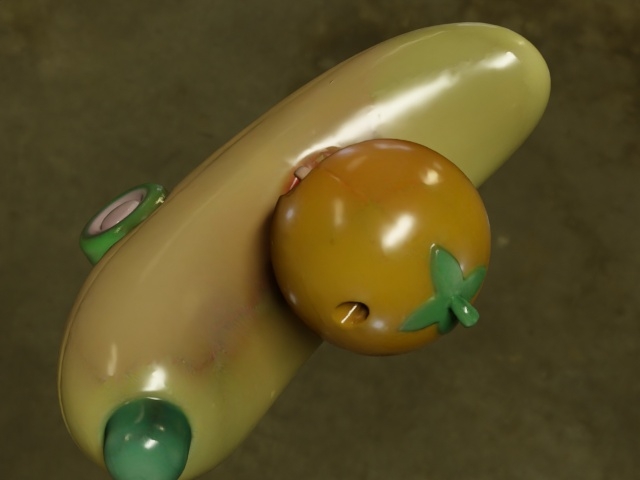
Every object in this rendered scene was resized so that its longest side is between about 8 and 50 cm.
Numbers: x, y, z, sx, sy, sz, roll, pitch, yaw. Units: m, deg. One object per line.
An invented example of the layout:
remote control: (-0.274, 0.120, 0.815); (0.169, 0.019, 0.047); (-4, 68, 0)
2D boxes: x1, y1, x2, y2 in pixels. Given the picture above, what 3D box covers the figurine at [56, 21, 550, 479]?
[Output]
figurine: (0.000, 0.000, 0.755); (0.324, 0.124, 0.222); (-40, 20, -11)
